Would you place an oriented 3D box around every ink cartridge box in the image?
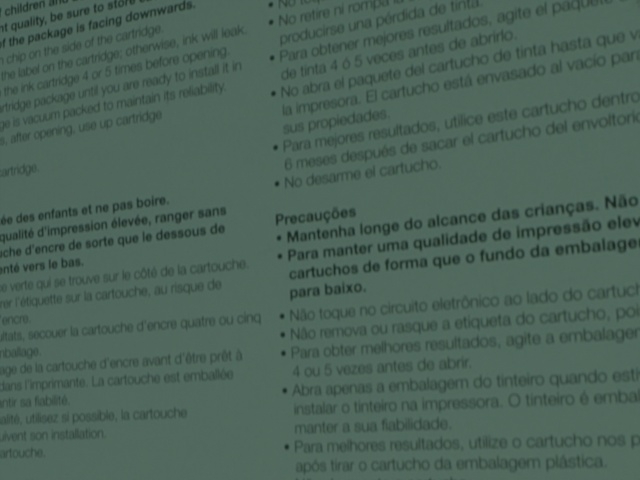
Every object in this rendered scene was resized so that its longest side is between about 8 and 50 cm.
[{"bbox_3d":[0.000,0.000,0.466,0.324,0.071,0.330,-6,81,31],"label":"ink cartridge box"}]
